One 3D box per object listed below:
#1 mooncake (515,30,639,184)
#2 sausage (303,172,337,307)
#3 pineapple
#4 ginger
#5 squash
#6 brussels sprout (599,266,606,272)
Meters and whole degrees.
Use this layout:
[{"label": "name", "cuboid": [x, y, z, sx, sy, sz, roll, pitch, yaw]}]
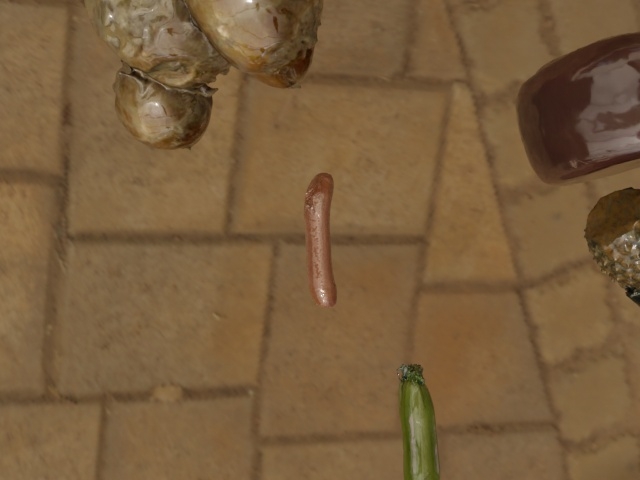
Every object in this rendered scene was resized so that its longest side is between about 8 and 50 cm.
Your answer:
[{"label": "mooncake", "cuboid": [0.446, -0.189, 1.782, 0.334, 0.326, 0.174, -12, 84, -32]}, {"label": "sausage", "cuboid": [0.000, 0.000, 1.810, 0.043, 0.043, 0.186, -3, 93, -21]}, {"label": "pineapple", "cuboid": [0.447, 0.044, 1.767, 0.125, 0.125, 0.251, -43, 120, -6]}, {"label": "ginger", "cuboid": [-0.121, -0.256, 1.484, 0.176, 0.375, 0.256, -41, 105, -48]}, {"label": "squash", "cuboid": [0.127, 0.251, 1.718, 0.052, 0.052, 0.183, -6, 88, -21]}, {"label": "brussels sprout", "cuboid": [0.515, 0.013, 2.022, 0.181, 0.139, 0.100, 5, 108, -16]}]
